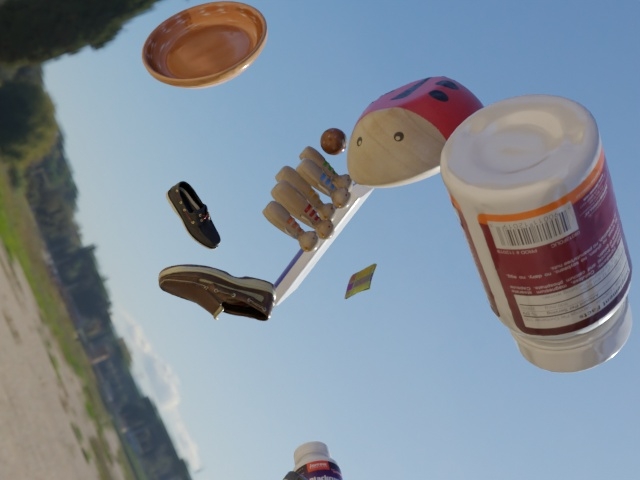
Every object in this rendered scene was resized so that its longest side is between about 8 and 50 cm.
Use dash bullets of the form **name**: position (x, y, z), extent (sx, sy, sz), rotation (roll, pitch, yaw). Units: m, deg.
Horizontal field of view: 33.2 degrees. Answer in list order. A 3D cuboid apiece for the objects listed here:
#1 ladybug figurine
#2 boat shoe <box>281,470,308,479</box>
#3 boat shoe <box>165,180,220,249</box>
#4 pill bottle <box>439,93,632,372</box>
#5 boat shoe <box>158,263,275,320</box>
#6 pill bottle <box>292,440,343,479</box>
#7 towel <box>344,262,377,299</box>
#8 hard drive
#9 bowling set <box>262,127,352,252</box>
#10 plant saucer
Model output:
- **ladybug figurine**: position (0.212, -0.253, 2.380), extent (0.305, 0.449, 0.162), rotation (-7, -71, 29)
- **boat shoe**: position (-0.108, 0.543, 1.874), extent (0.091, 0.305, 0.109), rotation (38, -2, 22)
- **boat shoe**: position (-0.217, -0.043, 1.872), extent (0.042, 0.049, 0.133), rotation (-34, -88, 41)
- **pill bottle**: position (0.331, 0.001, 1.572), extent (0.224, 0.224, 0.392), rotation (50, -11, 50)
- **boat shoe**: position (-0.222, 0.119, 2.297), extent (0.095, 0.257, 0.095), rotation (112, -16, -54)
- **pill bottle**: position (-0.003, 0.520, 2.245), extent (0.194, 0.108, 0.108), rotation (-105, -177, -48)
- **towel**: position (0.075, 0.076, 1.988), extent (0.009, 0.060, 0.083), rotation (53, 28, -19)
- **hard drive**: position (0.000, 0.000, 2.507), extent (0.040, 0.319, 0.210), rotation (39, 15, 4)
- **bowling set**: position (0.012, -0.102, 2.096), extent (0.154, 0.200, 0.287), rotation (41, 22, -11)
- **plant saucer**: position (-0.176, -0.297, 1.657), extent (0.200, 0.200, 0.037), rotation (53, -15, 44)
